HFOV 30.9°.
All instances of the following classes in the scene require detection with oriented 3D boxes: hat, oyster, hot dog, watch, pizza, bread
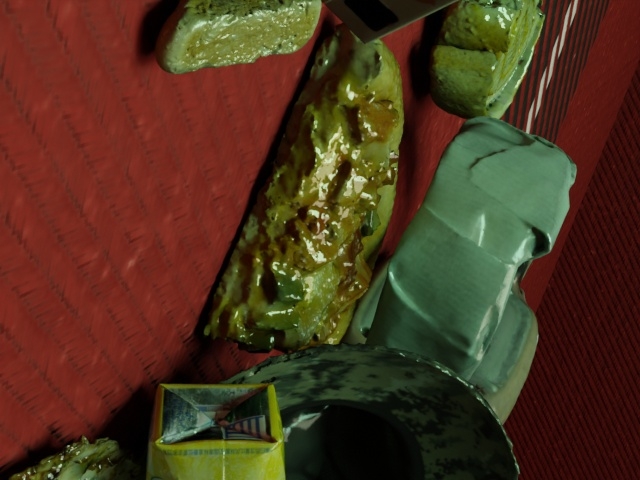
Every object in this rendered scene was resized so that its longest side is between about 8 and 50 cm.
[{"bbox_3d":[-0.009,0.156,0.747,0.128,0.265,0.266,-111,-143,-67],"label":"hat"},{"bbox_3d":[-0.119,0.126,0.573,0.132,0.029,0.086,77,15,-45],"label":"oyster"},{"bbox_3d":[-0.040,-0.097,0.501,0.090,0.034,0.030,-20,147,-43],"label":"hot dog"},{"bbox_3d":[0.109,0.018,0.893,0.253,0.161,0.241,-54,164,-56],"label":"watch"},{"bbox_3d":[0.000,0.000,0.721,0.197,0.058,0.292,-50,158,-44],"label":"pizza"},{"bbox_3d":[0.123,-0.156,0.886,0.156,0.064,0.118,47,64,-72],"label":"bread"}]

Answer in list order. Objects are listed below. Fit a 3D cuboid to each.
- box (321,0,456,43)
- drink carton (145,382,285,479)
[{"bbox_3d":[0.086,-0.181,0.536,0.201,0.058,0.141,-10,-136,59],"label":"box"},{"bbox_3d":[-0.060,0.179,0.642,0.074,0.084,0.200,-109,-161,-66],"label":"drink carton"}]
